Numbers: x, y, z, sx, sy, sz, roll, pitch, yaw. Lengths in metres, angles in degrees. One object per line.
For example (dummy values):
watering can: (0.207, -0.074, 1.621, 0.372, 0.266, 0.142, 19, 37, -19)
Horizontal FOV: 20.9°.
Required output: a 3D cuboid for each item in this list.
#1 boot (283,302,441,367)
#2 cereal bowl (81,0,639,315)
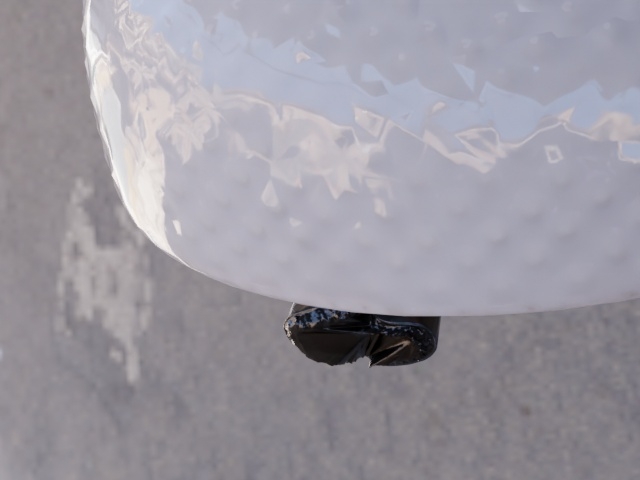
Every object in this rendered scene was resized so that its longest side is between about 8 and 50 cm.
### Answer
boot: (0.000, 0.000, 1.501, 0.094, 0.246, 0.207, 89, -163, -50)
cereal bowl: (0.073, -0.119, 0.590, 0.339, 0.339, 0.141, 28, 139, 53)
